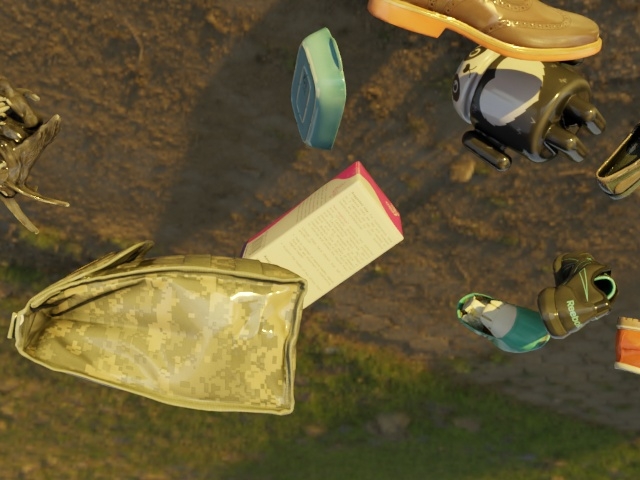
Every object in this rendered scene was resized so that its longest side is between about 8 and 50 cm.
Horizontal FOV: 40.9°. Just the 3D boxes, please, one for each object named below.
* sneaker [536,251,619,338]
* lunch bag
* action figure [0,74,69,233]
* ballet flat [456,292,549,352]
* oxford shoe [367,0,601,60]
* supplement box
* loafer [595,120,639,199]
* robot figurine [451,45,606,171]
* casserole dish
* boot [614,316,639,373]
[{"bbox_3d":[0.424,0.079,1.361,0.106,0.101,0.267,-23,-172,29],"label":"sneaker"},{"bbox_3d":[-0.172,0.086,0.939,0.286,0.169,0.235,6,179,-7],"label":"lunch bag"},{"bbox_3d":[-0.348,-0.127,0.788,0.164,0.276,0.141,-38,170,33],"label":"action figure"},{"bbox_3d":[0.306,0.140,1.510,0.087,0.083,0.247,30,175,-15],"label":"ballet flat"},{"bbox_3d":[0.261,-0.358,1.274,0.363,0.130,0.133,10,119,-10],"label":"oxford shoe"},{"bbox_3d":[0.000,0.000,1.250,0.220,0.111,0.114,-36,105,15],"label":"supplement box"},{"bbox_3d":[0.685,-0.204,1.799,0.084,0.096,0.267,29,105,-44],"label":"loafer"},{"bbox_3d":[0.365,-0.247,1.533,0.278,0.209,0.174,38,151,31],"label":"robot figurine"},{"bbox_3d":[-0.007,-0.192,1.122,0.036,0.114,0.188,-11,159,-14],"label":"casserole dish"},{"bbox_3d":[0.495,0.164,1.215,0.157,0.085,0.059,9,174,35],"label":"boot"}]
